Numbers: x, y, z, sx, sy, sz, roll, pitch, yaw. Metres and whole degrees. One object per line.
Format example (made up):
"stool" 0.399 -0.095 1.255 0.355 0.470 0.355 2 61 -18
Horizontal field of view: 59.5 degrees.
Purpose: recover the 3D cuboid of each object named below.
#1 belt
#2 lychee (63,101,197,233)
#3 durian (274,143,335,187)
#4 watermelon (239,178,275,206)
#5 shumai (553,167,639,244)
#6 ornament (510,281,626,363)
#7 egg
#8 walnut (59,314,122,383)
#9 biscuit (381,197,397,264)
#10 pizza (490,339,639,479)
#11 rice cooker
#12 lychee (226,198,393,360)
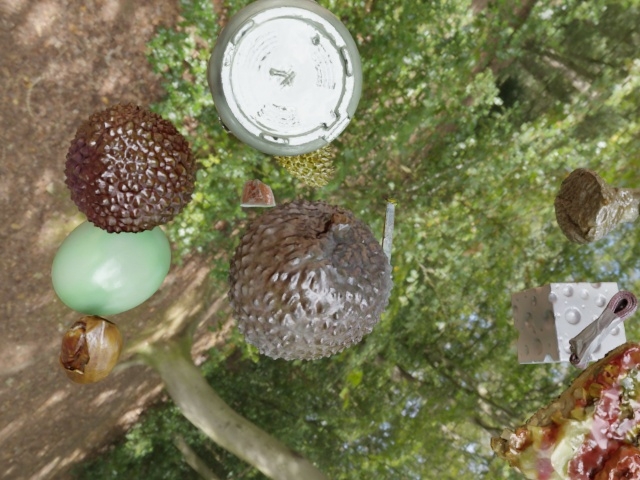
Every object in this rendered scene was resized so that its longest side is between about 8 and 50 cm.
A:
"belt" 0.703 0.220 1.409 0.232 0.071 0.053 -49 147 2
"lychee" -0.360 -0.144 1.054 0.271 0.271 0.271 -48 177 -3
"durian" -0.037 -0.270 1.903 0.306 0.167 0.172 -24 118 -60
"watermelon" -0.242 -0.173 2.004 0.121 0.097 0.158 -4 176 12
"shumai" 0.651 -0.072 1.286 0.206 0.176 0.166 -82 -175 -55
"ornament" 0.791 0.270 1.800 0.240 0.240 0.239 128 -40 -72
"egg" -0.462 0.049 1.246 0.270 0.220 0.220 -36 169 -44
"walnut" -0.458 0.215 1.119 0.207 0.116 0.116 -50 176 40
"biscuit" 0.221 -0.008 1.836 0.026 0.048 0.291 116 -16 -68
"pizza" 0.578 0.454 1.190 0.406 0.439 0.130 -10 -178 4
"rice cooker" -0.081 -0.356 1.228 0.335 0.335 0.325 -48 -164 5
"lychee" -0.018 0.072 0.974 0.300 0.300 0.300 -48 177 -3
